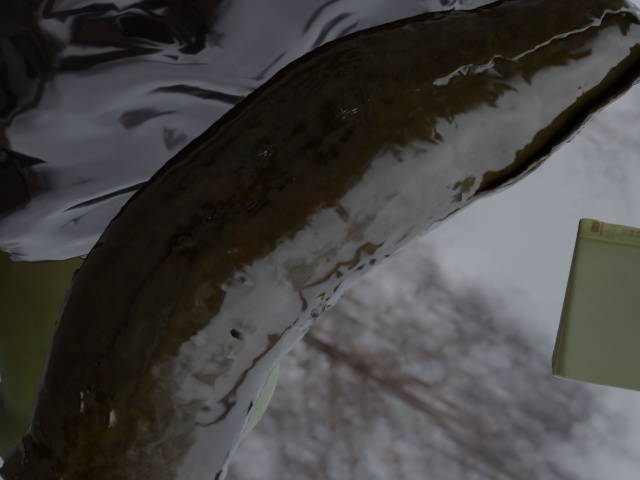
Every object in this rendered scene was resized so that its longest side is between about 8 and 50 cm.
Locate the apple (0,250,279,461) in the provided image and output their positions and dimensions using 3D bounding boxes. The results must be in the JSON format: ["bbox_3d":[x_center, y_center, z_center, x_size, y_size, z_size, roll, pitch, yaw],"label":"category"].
[{"bbox_3d":[-0.170,0.073,1.623,0.292,0.254,0.292,165,-90,-75],"label":"apple"}]

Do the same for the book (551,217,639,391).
[{"bbox_3d":[0.147,0.031,0.731,0.014,0.111,0.077,-73,170,-48],"label":"book"}]

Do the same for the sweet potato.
[{"bbox_3d":[-0.002,-0.002,0.689,0.286,0.112,0.085,-41,-153,-4],"label":"sweet potato"}]

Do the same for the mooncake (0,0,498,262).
[{"bbox_3d":[-0.037,-0.129,0.929,0.381,0.212,0.350,-24,157,13],"label":"mooncake"}]
